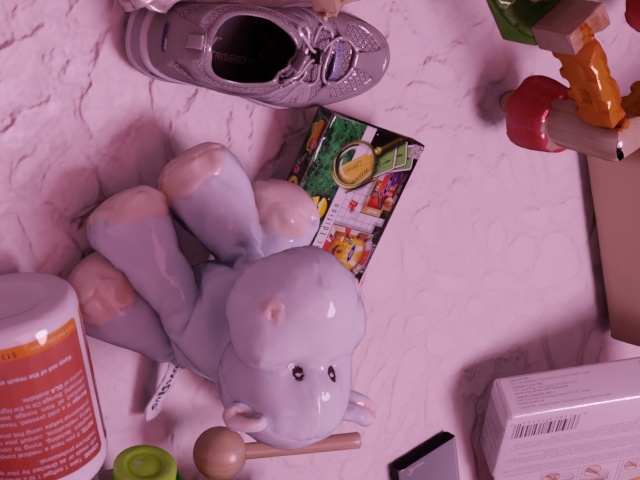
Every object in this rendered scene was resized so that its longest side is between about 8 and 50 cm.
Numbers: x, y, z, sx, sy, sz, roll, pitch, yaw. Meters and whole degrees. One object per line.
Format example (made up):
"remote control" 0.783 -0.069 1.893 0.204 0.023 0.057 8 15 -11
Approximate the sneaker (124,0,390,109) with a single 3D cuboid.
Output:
"sneaker" -0.035 -0.164 1.114 0.281 0.115 0.105 -6 109 -39

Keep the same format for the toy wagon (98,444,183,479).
"toy wagon" -0.118 0.356 1.063 0.068 0.344 0.267 -12 130 -30

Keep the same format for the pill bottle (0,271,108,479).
"pill bottle" -0.250 0.146 1.038 0.121 0.121 0.216 -23 119 -33

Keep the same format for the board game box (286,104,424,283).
"board game box" 0.000 0.000 1.232 0.136 0.030 0.259 14 106 -39

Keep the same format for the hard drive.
"hard drive" 0.132 0.312 1.487 0.094 0.022 0.135 -25 120 -31

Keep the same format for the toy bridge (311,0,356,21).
"toy bridge" 0.033 -0.264 1.146 0.063 0.026 0.188 74 31 -43

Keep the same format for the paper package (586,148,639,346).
"paper package" 0.517 0.004 1.498 0.168 0.325 0.309 -36 125 -32

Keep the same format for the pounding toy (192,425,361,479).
"pounding toy" -0.039 0.294 1.134 0.183 0.110 0.236 2 80 -7

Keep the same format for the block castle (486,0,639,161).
"block castle" 0.258 -0.332 1.245 0.303 0.213 0.453 -44 126 -15

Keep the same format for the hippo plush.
"hippo plush" -0.086 0.082 1.052 0.234 0.236 0.294 3 111 -29

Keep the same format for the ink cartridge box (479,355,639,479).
"ink cartridge box" 0.351 0.254 1.540 0.296 0.066 0.261 -7 138 -9

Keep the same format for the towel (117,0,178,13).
"towel" -0.131 -0.344 0.997 0.187 0.049 0.282 -35 118 -29
